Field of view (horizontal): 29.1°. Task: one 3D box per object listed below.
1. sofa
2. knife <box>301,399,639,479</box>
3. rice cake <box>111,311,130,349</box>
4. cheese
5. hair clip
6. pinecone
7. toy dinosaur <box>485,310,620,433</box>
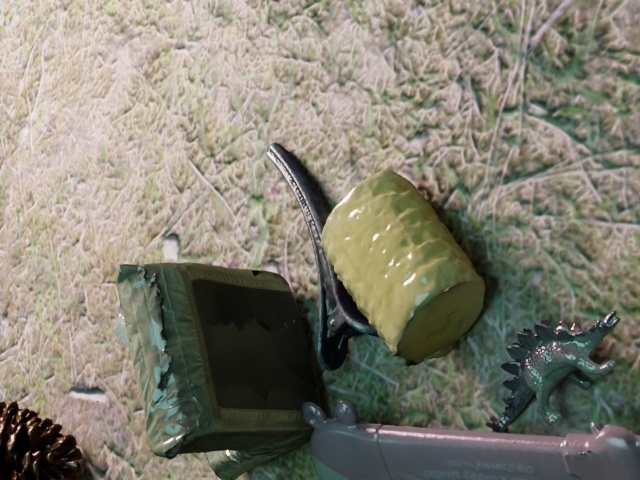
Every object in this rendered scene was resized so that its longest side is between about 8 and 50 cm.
[{"bbox_3d":[-0.132,0.141,1.309,0.176,0.225,0.210,-28,69,34],"label":"sofa"},{"bbox_3d":[0.140,0.207,1.153,0.398,0.038,0.132,-4,116,43],"label":"knife"},{"bbox_3d":[-0.202,0.141,1.509,0.170,0.029,0.033,38,107,40],"label":"rice cake"},{"bbox_3d":[0.080,0.025,1.210,0.167,0.093,0.123,56,127,36],"label":"cheese"},{"bbox_3d":[0.000,0.000,1.330,0.083,0.048,0.275,-40,55,35],"label":"hair clip"},{"bbox_3d":[-0.392,0.288,1.598,0.173,0.173,0.174,-6,81,43],"label":"pinecone"},{"bbox_3d":[0.198,0.122,1.110,0.082,0.039,0.209,46,130,15],"label":"toy dinosaur"}]
